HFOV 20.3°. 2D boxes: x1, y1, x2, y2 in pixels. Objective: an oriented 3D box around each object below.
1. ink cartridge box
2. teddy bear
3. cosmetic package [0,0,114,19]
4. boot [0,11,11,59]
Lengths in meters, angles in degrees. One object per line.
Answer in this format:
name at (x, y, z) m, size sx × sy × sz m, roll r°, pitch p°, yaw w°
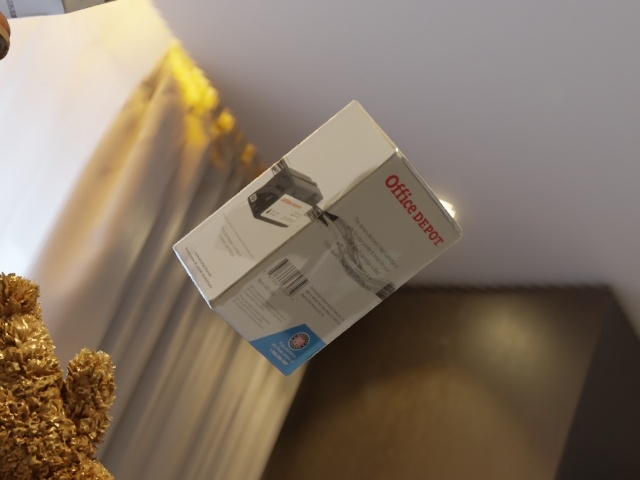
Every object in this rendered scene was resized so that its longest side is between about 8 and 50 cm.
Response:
ink cartridge box at (0.000, 0.000, 2.325) m, size 0.129 × 0.307 × 0.223 m, roll 54°, pitch 4°, yaw 40°
teddy bear at (-0.323, 0.197, 1.898) m, size 0.245 × 0.338 × 0.113 m, roll -8°, pitch -12°, yaw -13°
cosmetic package at (-0.339, -0.327, 2.124) m, size 0.231 × 0.085 × 0.117 m, roll 4°, pitch -69°, yaw 55°
boot at (-0.401, -0.309, 1.814) m, size 0.283 × 0.220 × 0.109 m, roll 22°, pitch -37°, yaw 10°
